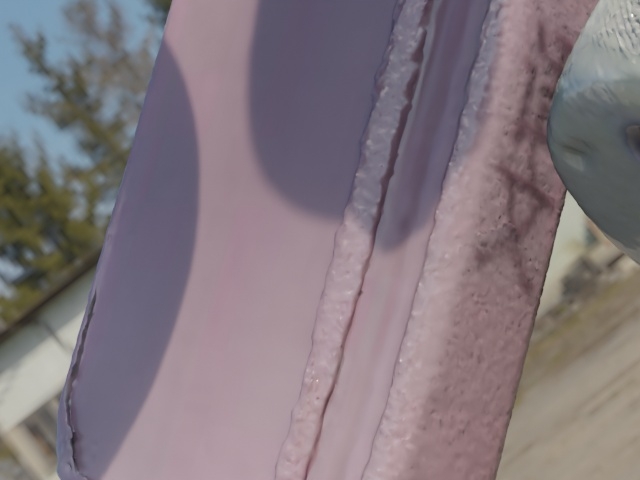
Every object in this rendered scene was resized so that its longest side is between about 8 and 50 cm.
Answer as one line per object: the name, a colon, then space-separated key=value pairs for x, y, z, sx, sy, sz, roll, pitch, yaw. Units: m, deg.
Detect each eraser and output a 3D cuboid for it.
eraser: x=0.000 y=0.000 z=1.077 sx=0.122 sy=0.272 sz=0.359 roll=25 pitch=-102 yaw=-47

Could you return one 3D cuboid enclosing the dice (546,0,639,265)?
dice: x=0.228 y=-0.075 z=0.854 sx=0.194 sy=0.192 sz=0.193 roll=-51 pitch=-11 yaw=-17
